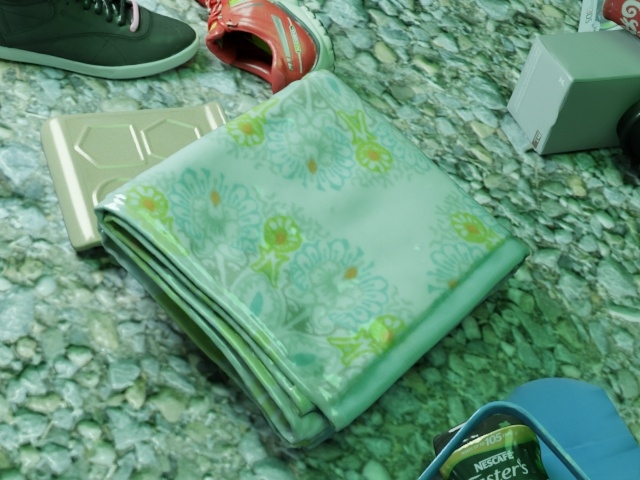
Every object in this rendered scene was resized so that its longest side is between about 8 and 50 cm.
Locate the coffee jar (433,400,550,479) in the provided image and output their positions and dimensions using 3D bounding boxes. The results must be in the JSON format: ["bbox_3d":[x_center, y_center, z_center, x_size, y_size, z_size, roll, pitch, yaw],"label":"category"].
[{"bbox_3d":[0.172,0.240,1.061,0.096,0.079,0.184,-29,52,8],"label":"coffee jar"}]

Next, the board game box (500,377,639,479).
[{"bbox_3d":[0.243,0.213,1.156,0.133,0.033,0.168,-11,50,-18],"label":"board game box"}]

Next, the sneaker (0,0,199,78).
[{"bbox_3d":[-0.279,-0.281,1.376,0.296,0.146,0.104,5,45,-15],"label":"sneaker"}]

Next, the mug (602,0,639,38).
[{"bbox_3d":[0.461,-0.281,1.457,0.150,0.113,0.169,-28,60,-36],"label":"mug"}]

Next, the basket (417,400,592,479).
[{"bbox_3d":[0.128,0.297,0.898,0.289,0.201,0.255,-42,67,-7],"label":"basket"}]

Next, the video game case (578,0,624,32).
[{"bbox_3d":[0.459,-0.352,1.670,0.022,0.190,0.173,53,36,-30],"label":"video game case"}]

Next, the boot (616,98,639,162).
[{"bbox_3d":[0.547,-0.055,1.431,0.348,0.131,0.260,7,46,-11],"label":"boot"}]

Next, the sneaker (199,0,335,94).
[{"bbox_3d":[-0.105,-0.281,1.465,0.118,0.107,0.279,-34,62,-28],"label":"sneaker"}]

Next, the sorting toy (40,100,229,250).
[{"bbox_3d":[-0.185,-0.070,1.288,0.208,0.038,0.193,-10,51,-19],"label":"sorting toy"}]

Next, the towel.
[{"bbox_3d":[0.000,0.000,1.203,0.320,0.090,0.374,46,50,10],"label":"towel"}]

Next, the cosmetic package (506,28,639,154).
[{"bbox_3d":[0.374,-0.194,1.513,0.238,0.127,0.107,-4,48,-23],"label":"cosmetic package"}]
